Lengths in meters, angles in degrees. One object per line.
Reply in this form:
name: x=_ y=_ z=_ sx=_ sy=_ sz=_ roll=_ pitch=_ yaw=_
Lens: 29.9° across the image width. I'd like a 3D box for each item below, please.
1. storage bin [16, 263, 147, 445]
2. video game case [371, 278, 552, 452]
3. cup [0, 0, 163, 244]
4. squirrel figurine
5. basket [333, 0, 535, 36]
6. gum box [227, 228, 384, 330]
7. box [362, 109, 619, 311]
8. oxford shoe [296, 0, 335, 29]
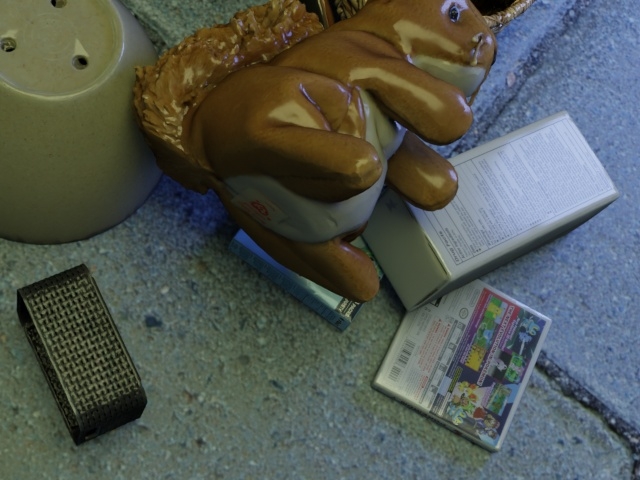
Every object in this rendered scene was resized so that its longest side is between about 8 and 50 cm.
storage bin: x=-0.277 y=0.132 z=1.385 sx=0.084 sy=0.122 sz=0.180 roll=-22 pitch=77 yaw=-20
video game case: x=0.186 y=0.145 z=1.555 sx=0.183 sy=0.023 sz=0.201 roll=29 pitch=65 yaw=-3
cup: x=-0.327 y=-0.188 z=1.430 sx=0.331 sy=0.237 sz=0.331 roll=5 pitch=70 yaw=-13
squirrel figurine: x=0.002 y=-0.187 z=1.379 sx=0.397 sy=0.281 sz=0.370 roll=23 pitch=64 yaw=23
basket: x=0.180 y=-0.382 z=1.605 sx=0.299 sy=0.223 sz=0.213 roll=-13 pitch=73 yaw=-36
gum box: x=0.000 y=0.000 z=1.549 sx=0.184 sy=0.041 sz=0.157 roll=36 pitch=64 yaw=-1
box: x=0.218 y=-0.042 z=1.551 sx=0.311 sy=0.121 sz=0.148 roll=-22 pitch=77 yaw=-31
oxford shoe: x=-0.004 y=-0.372 z=1.672 sx=0.076 sy=0.076 sz=0.212 roll=-5 pitch=71 yaw=-25
